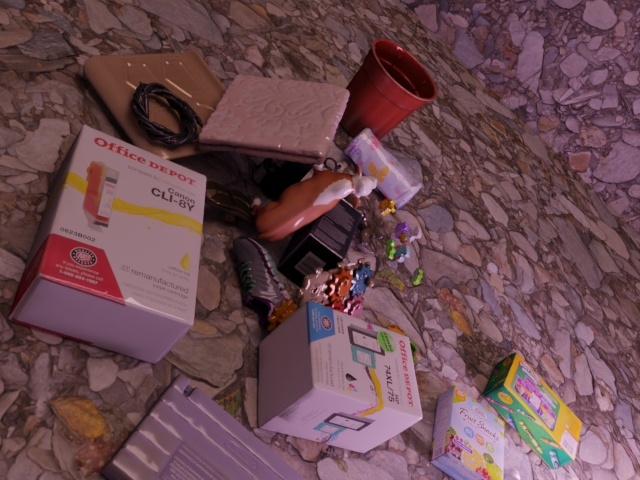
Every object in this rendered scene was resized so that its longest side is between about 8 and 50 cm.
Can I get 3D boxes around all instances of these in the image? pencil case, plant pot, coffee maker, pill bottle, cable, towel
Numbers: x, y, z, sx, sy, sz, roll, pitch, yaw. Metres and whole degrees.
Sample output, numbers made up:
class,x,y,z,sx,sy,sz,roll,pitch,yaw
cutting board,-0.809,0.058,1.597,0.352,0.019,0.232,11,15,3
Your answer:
class,x,y,z,sx,sy,sz,roll,pitch,yaw
pencil case,0.199,-0.230,2.063,0.273,0.113,0.124,46,31,1
plant pot,0.198,-0.480,2.173,0.272,0.265,0.273,26,41,-25
coffee maker,-0.072,-0.184,1.702,0.171,0.178,0.120,49,39,8
pill bottle,0.458,0.610,1.555,0.065,0.065,0.116,30,39,-19
cable,-0.372,-0.297,1.526,0.184,0.047,0.150,49,46,1
towel,-0.108,-0.307,1.626,0.316,0.053,0.332,8,42,9

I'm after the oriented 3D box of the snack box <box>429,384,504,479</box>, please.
class,x,y,z,sx,sy,sz,roll,pitch,yaw
snack box,0.359,0.484,1.575,0.174,0.070,0.207,36,36,-11

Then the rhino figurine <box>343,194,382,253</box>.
class,x,y,z,sx,sy,sz,roll,pitch,yaw
rhino figurine,0.105,-0.069,1.853,0.106,0.073,0.243,6,54,-54

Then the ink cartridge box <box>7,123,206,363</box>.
class,x,y,z,sx,sy,sz,roll,pitch,yaw
ink cartridge box,-0.383,-0.001,1.240,0.279,0.160,0.385,23,42,-27

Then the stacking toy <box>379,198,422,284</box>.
class,x,y,z,sx,sy,sz,roll,pitch,yaw
stacking toy,0.233,0.005,1.897,0.167,0.052,0.221,41,39,-37

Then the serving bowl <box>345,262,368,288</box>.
class,x,y,z,sx,sy,sz,roll,pitch,yaw
serving bowl,0.090,0.101,1.714,0.083,0.027,0.083,25,41,-24

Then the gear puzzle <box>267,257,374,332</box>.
class,x,y,z,sx,sy,sz,roll,pitch,yaw
gear puzzle,0.009,0.143,1.482,0.044,0.176,0.338,29,25,35

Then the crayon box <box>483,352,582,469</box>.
class,x,y,z,sx,sy,sz,roll,pitch,yaw
crayon box,0.592,0.469,1.805,0.278,0.081,0.165,47,36,2

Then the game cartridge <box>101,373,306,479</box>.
class,x,y,z,sx,sy,sz,roll,pitch,yaw
game cartridge,-0.177,0.425,1.124,0.355,0.068,0.230,42,40,-5

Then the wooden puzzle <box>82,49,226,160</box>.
class,x,y,z,sx,sy,sz,roll,pitch,yaw
wooden puzzle,-0.376,-0.334,1.643,0.347,0.080,0.322,-26,75,-47

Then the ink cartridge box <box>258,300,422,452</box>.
class,x,y,z,sx,sy,sz,roll,pitch,yaw
ink cartridge box,0.035,0.288,1.340,0.270,0.197,0.198,23,42,-28

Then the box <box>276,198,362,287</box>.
class,x,y,z,sx,sy,sz,roll,pitch,yaw
box,0.000,0.000,1.620,0.108,0.153,0.207,37,36,-10

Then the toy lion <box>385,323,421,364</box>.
class,x,y,z,sx,sy,sz,roll,pitch,yaw
toy lion,0.209,0.262,1.677,0.100,0.034,0.096,28,32,-22

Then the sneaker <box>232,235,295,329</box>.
class,x,y,z,sx,sy,sz,roll,pitch,yaw
sneaker,-0.146,0.090,1.454,0.098,0.083,0.224,-23,73,-46

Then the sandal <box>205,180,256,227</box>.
class,x,y,z,sx,sy,sz,roll,pitch,yaw
sandal,-0.218,-0.076,1.548,0.219,0.060,0.090,21,39,-57

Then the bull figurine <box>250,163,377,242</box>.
class,x,y,z,sx,sy,sz,roll,pitch,yaw
bull figurine,-0.024,-0.101,1.530,0.101,0.310,0.188,65,-5,-22
